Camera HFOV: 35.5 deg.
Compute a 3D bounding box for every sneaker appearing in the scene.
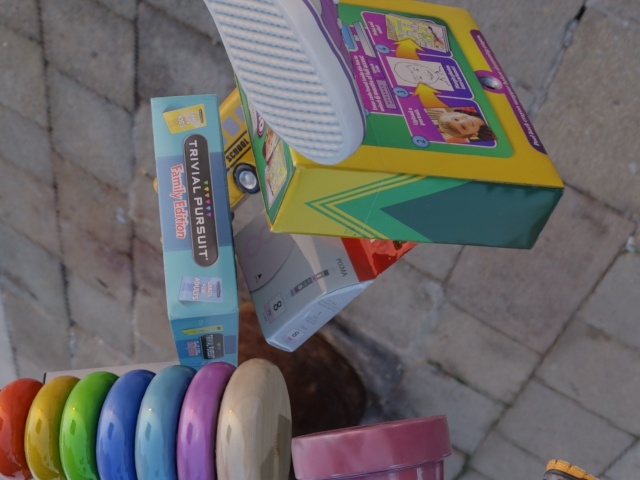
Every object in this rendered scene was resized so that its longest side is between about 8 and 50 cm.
[{"bbox_3d":[0.430,0.415,1.536,0.214,0.083,0.084,16,149,43],"label":"sneaker"},{"bbox_3d":[-0.009,-0.208,0.805,0.102,0.161,0.282,-27,91,54],"label":"sneaker"}]

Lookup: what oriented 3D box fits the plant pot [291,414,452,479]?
[{"bbox_3d":[0.074,0.321,1.251,0.201,0.201,0.180,-21,76,52],"label":"plant pot"}]

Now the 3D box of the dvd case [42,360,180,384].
[{"bbox_3d":[-0.278,0.247,1.440,0.253,0.180,0.022,-4,127,-6],"label":"dvd case"}]

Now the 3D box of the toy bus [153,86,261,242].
[{"bbox_3d":[-0.145,-0.109,1.521,0.130,0.108,0.332,48,130,-2],"label":"toy bus"}]

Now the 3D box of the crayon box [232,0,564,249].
[{"bbox_3d":[0.071,-0.156,1.178,0.313,0.363,0.106,3,133,-19],"label":"crayon box"}]

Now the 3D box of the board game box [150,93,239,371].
[{"bbox_3d":[-0.149,0.009,1.229,0.079,0.254,0.336,-5,163,-7],"label":"board game box"}]

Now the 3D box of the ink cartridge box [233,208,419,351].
[{"bbox_3d":[0.000,0.000,1.278,0.066,0.189,0.232,26,119,-39],"label":"ink cartridge box"}]

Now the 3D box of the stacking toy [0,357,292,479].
[{"bbox_3d":[-0.197,0.170,0.858,0.330,0.141,0.141,-1,135,12],"label":"stacking toy"}]
